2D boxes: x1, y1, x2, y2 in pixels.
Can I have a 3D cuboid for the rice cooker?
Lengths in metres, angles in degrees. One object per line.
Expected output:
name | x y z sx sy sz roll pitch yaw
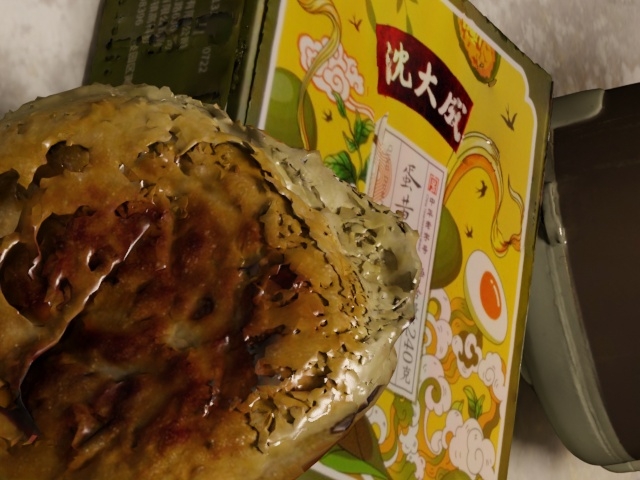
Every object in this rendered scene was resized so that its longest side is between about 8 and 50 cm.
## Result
rice cooker | 0.303 0.021 1.453 0.335 0.325 0.335 -14 90 -73

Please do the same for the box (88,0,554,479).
box | 0.000 0.000 1.190 0.373 0.138 0.420 32 61 -48

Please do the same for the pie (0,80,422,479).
pie | -0.109 0.034 0.939 0.085 0.308 0.308 76 21 -69
